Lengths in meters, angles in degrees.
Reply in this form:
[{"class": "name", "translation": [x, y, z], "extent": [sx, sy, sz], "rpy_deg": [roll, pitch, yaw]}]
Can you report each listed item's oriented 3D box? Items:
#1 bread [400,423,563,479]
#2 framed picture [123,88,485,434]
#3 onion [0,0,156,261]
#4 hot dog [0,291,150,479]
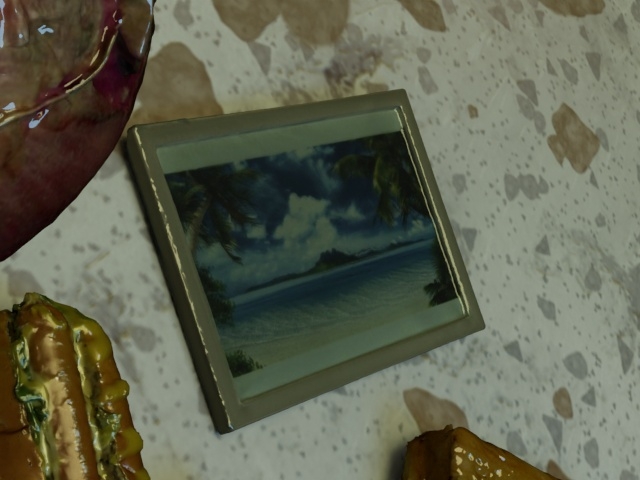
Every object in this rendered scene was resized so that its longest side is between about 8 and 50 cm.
[{"class": "bread", "translation": [0.172, 0.244, 1.017], "extent": [0.271, 0.077, 0.139], "rpy_deg": [29, 51, -34]}, {"class": "framed picture", "translation": [0.000, 0.000, 0.992], "extent": [0.315, 0.024, 0.232], "rpy_deg": [-16, 86, -45]}, {"class": "onion", "translation": [-0.240, -0.138, 0.609], "extent": [0.353, 0.353, 0.354], "rpy_deg": [19, 61, -38]}, {"class": "hot dog", "translation": [-0.152, 0.162, 0.750], "extent": [0.115, 0.072, 0.269], "rpy_deg": [-10, 81, -37]}]
